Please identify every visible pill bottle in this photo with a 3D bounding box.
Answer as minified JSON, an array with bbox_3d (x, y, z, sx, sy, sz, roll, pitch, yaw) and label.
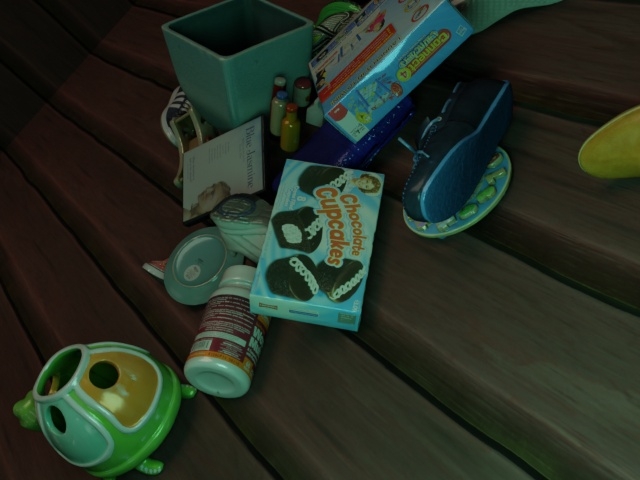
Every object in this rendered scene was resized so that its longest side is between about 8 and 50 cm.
[{"bbox_3d":[-0.157,0.160,1.695,0.121,0.121,0.221,-18,42,38],"label":"pill bottle"}]

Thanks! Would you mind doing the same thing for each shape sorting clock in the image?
[{"bbox_3d":[0.228,-0.088,1.596,0.206,0.040,0.206,-30,36,25],"label":"shape sorting clock"}]

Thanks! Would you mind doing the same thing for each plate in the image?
[{"bbox_3d":[-0.247,0.046,1.959,0.188,0.024,0.188,-12,55,17],"label":"plate"}]

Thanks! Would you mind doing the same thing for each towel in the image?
[{"bbox_3d":[0.046,-0.181,1.891,0.308,0.076,0.227,-48,25,-1],"label":"towel"}]

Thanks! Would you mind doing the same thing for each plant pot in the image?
[{"bbox_3d":[-0.173,-0.372,2.120,0.247,0.252,0.248,-30,45,-29],"label":"plant pot"}]

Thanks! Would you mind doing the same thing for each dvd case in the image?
[{"bbox_3d":[-0.207,-0.147,2.038,0.253,0.022,0.180,-20,62,35],"label":"dvd case"}]

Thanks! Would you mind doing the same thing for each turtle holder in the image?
[{"bbox_3d":[-0.412,0.293,1.747,0.320,0.227,0.243,13,65,54],"label":"turtle holder"}]

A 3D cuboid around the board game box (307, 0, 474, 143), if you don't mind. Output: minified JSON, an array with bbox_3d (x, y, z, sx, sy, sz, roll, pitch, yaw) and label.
[{"bbox_3d":[0.125,-0.375,1.840,0.308,0.086,0.302,-42,26,16],"label":"board game box"}]

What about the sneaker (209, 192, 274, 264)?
[{"bbox_3d":[-0.071,-0.003,1.793,0.297,0.129,0.111,16,46,34],"label":"sneaker"}]

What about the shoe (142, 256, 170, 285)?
[{"bbox_3d":[-0.316,0.059,2.053,0.178,0.063,0.081,17,67,50],"label":"shoe"}]

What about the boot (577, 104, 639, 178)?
[{"bbox_3d":[0.482,-0.090,1.242,0.295,0.104,0.211,-19,41,31],"label":"boot"}]

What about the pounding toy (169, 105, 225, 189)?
[{"bbox_3d":[-0.257,-0.242,2.226,0.154,0.154,0.270,-26,38,29],"label":"pounding toy"}]

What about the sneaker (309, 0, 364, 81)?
[{"bbox_3d":[0.014,-0.435,2.172,0.343,0.134,0.146,-19,47,50],"label":"sneaker"}]

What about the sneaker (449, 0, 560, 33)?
[{"bbox_3d":[0.376,-0.512,1.811,0.321,0.126,0.127,-13,50,44],"label":"sneaker"}]

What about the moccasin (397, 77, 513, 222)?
[{"bbox_3d":[0.208,-0.146,1.544,0.116,0.138,0.342,14,42,28],"label":"moccasin"}]

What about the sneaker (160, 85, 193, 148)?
[{"bbox_3d":[-0.329,-0.361,2.496,0.153,0.099,0.282,-33,31,24],"label":"sneaker"}]

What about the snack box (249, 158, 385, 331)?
[{"bbox_3d":[0.000,0.000,1.649,0.187,0.060,0.322,9,50,3],"label":"snack box"}]

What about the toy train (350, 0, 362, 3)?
[{"bbox_3d":[0.159,-0.712,2.290,0.334,0.142,0.190,-23,51,29],"label":"toy train"}]

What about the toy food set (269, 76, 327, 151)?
[{"bbox_3d":[-0.044,-0.298,2.011,0.111,0.105,0.232,23,45,17],"label":"toy food set"}]
